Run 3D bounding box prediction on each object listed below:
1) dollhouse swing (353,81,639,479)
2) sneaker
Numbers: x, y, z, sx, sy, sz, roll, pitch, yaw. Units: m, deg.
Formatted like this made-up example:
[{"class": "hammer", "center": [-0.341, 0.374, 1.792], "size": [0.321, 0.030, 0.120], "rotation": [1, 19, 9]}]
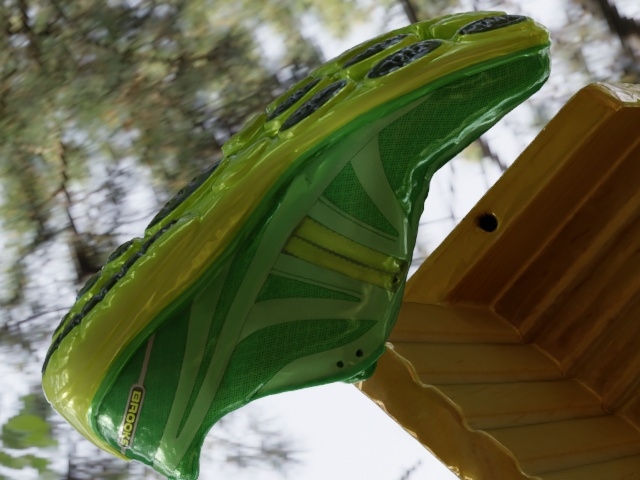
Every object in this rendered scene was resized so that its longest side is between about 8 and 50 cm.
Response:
[{"class": "dollhouse swing", "center": [0.225, 0.058, 1.118], "size": [0.347, 0.305, 0.315], "rotation": [41, -93, 21]}, {"class": "sneaker", "center": [0.000, 0.000, 0.915], "size": [0.295, 0.109, 0.123], "rotation": [-41, -74, 5]}]
